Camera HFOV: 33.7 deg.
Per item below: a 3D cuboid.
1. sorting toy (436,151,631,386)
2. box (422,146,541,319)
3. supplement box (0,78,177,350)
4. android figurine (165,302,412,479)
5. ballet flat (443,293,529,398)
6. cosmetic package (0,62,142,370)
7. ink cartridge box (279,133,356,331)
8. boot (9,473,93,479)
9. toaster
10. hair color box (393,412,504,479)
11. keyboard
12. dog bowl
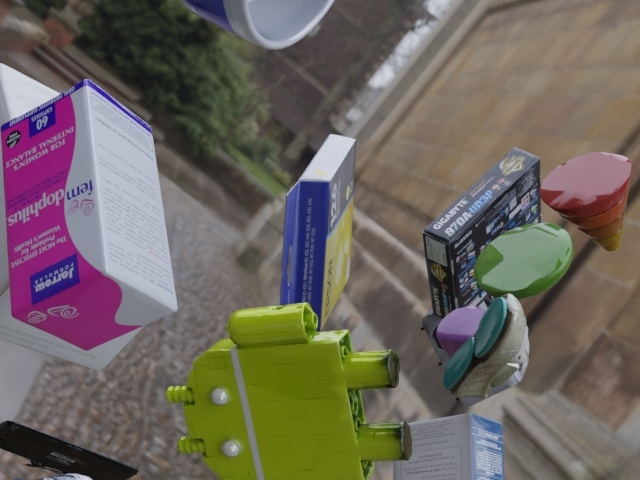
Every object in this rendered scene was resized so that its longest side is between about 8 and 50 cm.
[{"bbox_3d":[0.289,0.046,1.341,0.127,0.365,0.126,11,-39,50],"label":"sorting toy"},{"bbox_3d":[0.244,-0.006,1.553,0.051,0.220,0.175,28,-33,35],"label":"box"},{"bbox_3d":[-0.223,-0.024,1.011,0.114,0.111,0.220,38,32,-55],"label":"supplement box"},{"bbox_3d":[-0.041,0.189,1.163,0.056,0.273,0.248,-41,124,-67],"label":"android figurine"},{"bbox_3d":[0.159,0.097,0.947,0.052,0.057,0.168,14,-30,-6],"label":"ballet flat"},{"bbox_3d":[-0.343,-0.036,1.336,0.197,0.155,0.365,28,26,-41],"label":"cosmetic package"},{"bbox_3d":[0.000,0.000,1.919,0.072,0.304,0.307,9,27,9],"label":"ink cartridge box"},{"bbox_3d":[-0.213,0.281,0.954,0.190,0.069,0.086,32,12,37],"label":"boot"},{"bbox_3d":[0.261,0.169,1.771,0.168,0.110,0.185,64,19,0],"label":"toaster"},{"bbox_3d":[0.220,0.484,1.806,0.174,0.347,0.105,-18,-30,40],"label":"hair color box"},{"bbox_3d":[-0.333,0.267,1.355,0.192,0.100,0.038,31,45,-30],"label":"keyboard"},{"bbox_3d":[-0.054,-0.363,1.225,0.104,0.265,0.265,27,-2,20],"label":"dog bowl"}]
